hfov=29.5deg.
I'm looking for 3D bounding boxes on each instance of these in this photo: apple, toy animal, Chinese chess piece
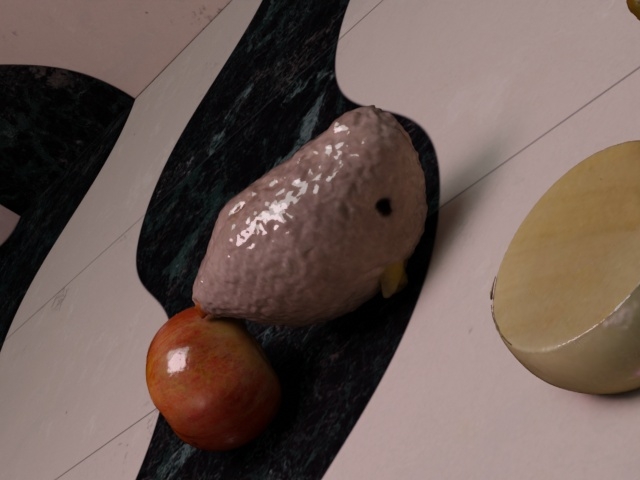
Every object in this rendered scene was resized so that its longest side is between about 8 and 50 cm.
[{"bbox_3d":[-0.150,0.186,1.641,0.164,0.209,0.209,-32,24,-4],"label":"apple"},{"bbox_3d":[-0.005,0.004,1.546,0.358,0.226,0.188,-34,36,18],"label":"toy animal"},{"bbox_3d":[0.275,0.026,1.143,0.251,0.097,0.251,-44,26,27],"label":"Chinese chess piece"}]

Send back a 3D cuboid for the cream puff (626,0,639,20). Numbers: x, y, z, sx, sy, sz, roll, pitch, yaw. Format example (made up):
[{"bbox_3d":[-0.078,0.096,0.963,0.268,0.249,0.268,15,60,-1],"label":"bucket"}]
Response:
[{"bbox_3d":[0.402,-0.300,1.186,0.244,0.196,0.244,-45,26,30],"label":"cream puff"}]
